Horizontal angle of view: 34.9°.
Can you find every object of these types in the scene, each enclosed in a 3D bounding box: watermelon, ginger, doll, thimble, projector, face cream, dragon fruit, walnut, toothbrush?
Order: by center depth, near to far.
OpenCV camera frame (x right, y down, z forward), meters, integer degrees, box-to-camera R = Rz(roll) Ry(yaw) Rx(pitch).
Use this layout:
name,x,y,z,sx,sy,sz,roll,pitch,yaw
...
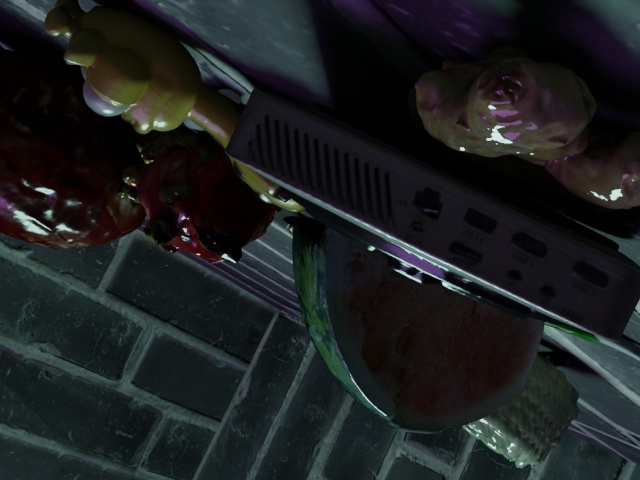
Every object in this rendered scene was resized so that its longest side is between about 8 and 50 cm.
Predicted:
name,x,y,z,sx,sy,sz,roll,pitch,yaw
ginger,0.118,-0.057,0.526,0.149,0.065,0.258,22,-178,2
projector,0.084,-0.014,0.699,0.257,0.079,0.259,26,-173,11
doll,-0.098,-0.108,0.850,0.291,0.086,0.117,30,-157,-19
watermelon,0.076,0.053,0.945,0.305,0.180,0.224,12,-134,-42
face cream,-0.108,-0.122,0.975,0.034,0.034,0.130,29,171,-20
dragon fruit,-0.139,-0.047,1.128,0.172,0.166,0.160,-2,109,54
toothbrush,0.274,0.088,1.154,0.418,0.040,0.042,32,173,-7
walnut,-0.342,-0.110,1.213,0.269,0.222,0.244,53,-173,-45
thimble,0.277,0.235,1.554,0.219,0.150,0.219,37,173,6

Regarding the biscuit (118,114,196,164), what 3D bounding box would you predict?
name,x,y,z,sx,sy,sz,roll,pitch,yaw
biscuit,-0.203,-0.114,1.341,0.202,0.044,0.289,32,173,-34

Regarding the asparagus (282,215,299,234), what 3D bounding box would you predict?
name,x,y,z,sx,sy,sz,roll,pitch,yaw
asparagus,0.000,0.000,1.465,0.165,0.030,0.036,33,-162,-44

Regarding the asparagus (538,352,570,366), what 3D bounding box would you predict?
name,x,y,z,sx,sy,sz,roll,pitch,yaw
asparagus,0.352,0.190,1.602,0.025,0.024,0.248,-16,173,-4
